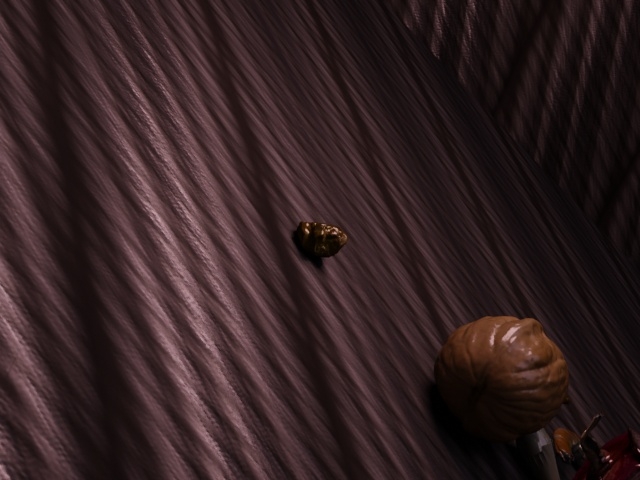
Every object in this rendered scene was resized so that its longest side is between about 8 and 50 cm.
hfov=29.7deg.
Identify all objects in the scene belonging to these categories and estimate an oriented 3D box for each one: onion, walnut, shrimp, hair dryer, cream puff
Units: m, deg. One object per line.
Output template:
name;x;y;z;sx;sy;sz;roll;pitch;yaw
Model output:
onion;0.501;0.463;2.018;0.272;0.230;0.256;49;12;21
walnut;0.309;0.231;2.048;0.225;0.225;0.261;58;25;15
shrimp;0.500;0.422;2.289;0.161;0.049;0.166;52;14;13
hair dryer;0.413;0.414;2.186;0.199;0.067;0.167;42;29;-59
cream puff;0.000;0.000;2.008;0.083;0.083;0.058;21;76;-69

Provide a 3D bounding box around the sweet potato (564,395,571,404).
sweet potato;0.407;0.250;2.380;0.249;0.059;0.069;35;65;-30
